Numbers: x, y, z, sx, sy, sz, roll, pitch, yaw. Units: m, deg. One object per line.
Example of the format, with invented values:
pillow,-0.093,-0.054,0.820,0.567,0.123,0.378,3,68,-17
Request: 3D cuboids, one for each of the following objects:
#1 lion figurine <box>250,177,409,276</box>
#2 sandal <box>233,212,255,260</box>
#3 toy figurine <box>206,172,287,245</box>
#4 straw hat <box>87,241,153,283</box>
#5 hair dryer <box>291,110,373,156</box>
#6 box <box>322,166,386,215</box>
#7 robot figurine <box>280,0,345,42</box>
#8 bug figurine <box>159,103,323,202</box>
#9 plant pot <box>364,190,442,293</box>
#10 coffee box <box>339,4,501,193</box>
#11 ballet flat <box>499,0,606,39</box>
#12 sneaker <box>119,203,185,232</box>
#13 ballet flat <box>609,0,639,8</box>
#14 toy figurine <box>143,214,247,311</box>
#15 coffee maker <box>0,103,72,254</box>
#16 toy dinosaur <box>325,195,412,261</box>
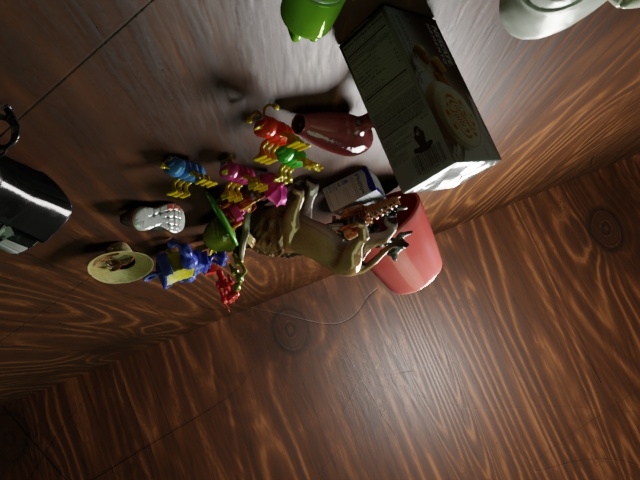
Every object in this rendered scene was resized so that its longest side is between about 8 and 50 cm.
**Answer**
lion figurine,0.000,0.000,1.326,0.142,0.392,0.240,-41,158,-58
sandal,-0.179,-0.015,1.305,0.049,0.072,0.180,1,122,-25
toy figurine,-0.149,-0.084,1.171,0.159,0.130,0.173,-30,-168,-10
straw hat,-0.454,0.037,1.219,0.144,0.061,0.144,-15,151,-9
hair dryer,0.088,-0.227,0.978,0.293,0.080,0.224,-13,163,-9
box,0.093,-0.128,1.462,0.137,0.072,0.126,-25,168,15
robot figurine,-0.007,-0.279,0.616,0.101,0.067,0.115,-8,164,-21
bug figurine,-0.132,-0.142,0.949,0.278,0.072,0.216,-17,166,24
plant pot,0.244,0.018,1.698,0.274,0.243,0.275,-28,-156,14
coffee box,0.147,-0.203,0.794,0.141,0.247,0.098,-9,164,-46
ballet flat,0.342,-0.366,0.616,0.139,0.139,0.400,-14,174,-35
sneaker,-0.344,-0.048,1.104,0.064,0.061,0.158,2,179,26
ballet flat,0.474,-0.409,0.769,0.124,0.116,0.342,-41,163,11
toy figurine,-0.334,0.081,1.362,0.217,0.191,0.362,-12,164,-21
coffee maker,-0.412,-0.065,0.703,0.171,0.120,0.178,-23,169,1
toy dinosaur,0.116,-0.030,1.434,0.218,0.165,0.322,4,179,-27
